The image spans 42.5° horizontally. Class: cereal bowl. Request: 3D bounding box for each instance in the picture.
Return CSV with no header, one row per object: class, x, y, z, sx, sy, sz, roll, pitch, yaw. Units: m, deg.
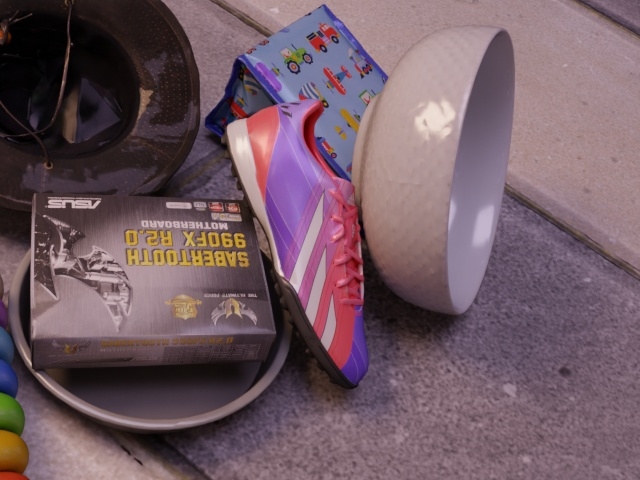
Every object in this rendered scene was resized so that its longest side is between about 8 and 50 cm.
cereal bowl,0.129,-0.086,0.975,0.141,0.339,0.339,9,41,21

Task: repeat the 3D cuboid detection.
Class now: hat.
hat,-0.312,-0.163,0.959,0.331,0.134,0.332,6,76,-25

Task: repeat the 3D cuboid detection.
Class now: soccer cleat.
soccer cleat,0.000,0.000,0.886,0.116,0.108,0.318,-23,82,7

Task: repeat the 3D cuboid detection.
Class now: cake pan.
cake pan,-0.176,0.081,0.877,0.293,0.054,0.293,10,46,-11

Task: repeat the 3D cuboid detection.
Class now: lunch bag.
lunch bag,0.032,-0.154,1.133,0.293,0.138,0.221,41,45,4

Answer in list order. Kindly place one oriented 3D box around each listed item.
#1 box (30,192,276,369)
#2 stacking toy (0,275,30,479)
box,-0.174,0.038,0.840,0.230,0.056,0.183,1,48,-19
stacking toy,-0.310,0.174,0.703,0.141,0.141,0.330,-11,60,-28
